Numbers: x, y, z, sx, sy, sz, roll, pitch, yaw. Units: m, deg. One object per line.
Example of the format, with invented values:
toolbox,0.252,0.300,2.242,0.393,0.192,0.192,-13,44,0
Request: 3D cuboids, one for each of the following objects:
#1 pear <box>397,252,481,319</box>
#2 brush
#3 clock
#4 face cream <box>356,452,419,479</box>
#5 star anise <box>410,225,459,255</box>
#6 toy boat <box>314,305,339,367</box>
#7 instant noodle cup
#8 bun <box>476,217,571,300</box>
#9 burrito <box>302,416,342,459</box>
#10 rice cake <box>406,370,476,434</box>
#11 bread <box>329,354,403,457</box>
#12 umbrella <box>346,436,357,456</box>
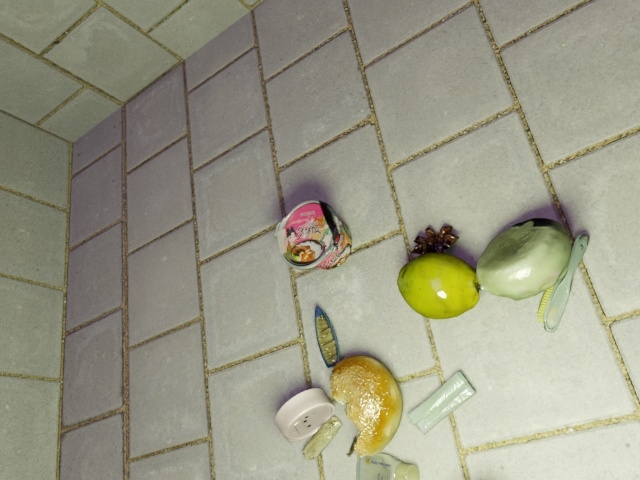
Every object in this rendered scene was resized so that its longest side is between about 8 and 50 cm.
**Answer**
pear,0.361,0.139,1.725,0.269,0.212,0.213,3,75,38
brush,0.681,0.116,1.599,0.060,0.068,0.297,15,78,61
clock,-0.051,0.582,1.871,0.197,0.196,0.068,-48,51,12
face cream,0.194,0.718,1.737,0.224,0.070,0.114,-11,67,42
star anise,0.373,0.006,1.840,0.167,0.057,0.168,-19,24,9
toy boat,0.025,0.340,2.000,0.080,0.045,0.229,-32,57,24
instant noodle cup,0.000,0.000,2.054,0.302,0.181,0.259,26,91,40
bun,0.589,0.072,1.591,0.283,0.179,0.283,-41,12,10
burrito,0.003,0.669,1.898,0.188,0.045,0.058,-53,45,11
rice cake,0.364,0.496,1.698,0.222,0.042,0.080,-45,58,14
bread,0.156,0.502,1.767,0.192,0.171,0.314,-28,60,30
umbrella,0.110,0.672,1.836,0.031,0.020,0.083,30,93,0
